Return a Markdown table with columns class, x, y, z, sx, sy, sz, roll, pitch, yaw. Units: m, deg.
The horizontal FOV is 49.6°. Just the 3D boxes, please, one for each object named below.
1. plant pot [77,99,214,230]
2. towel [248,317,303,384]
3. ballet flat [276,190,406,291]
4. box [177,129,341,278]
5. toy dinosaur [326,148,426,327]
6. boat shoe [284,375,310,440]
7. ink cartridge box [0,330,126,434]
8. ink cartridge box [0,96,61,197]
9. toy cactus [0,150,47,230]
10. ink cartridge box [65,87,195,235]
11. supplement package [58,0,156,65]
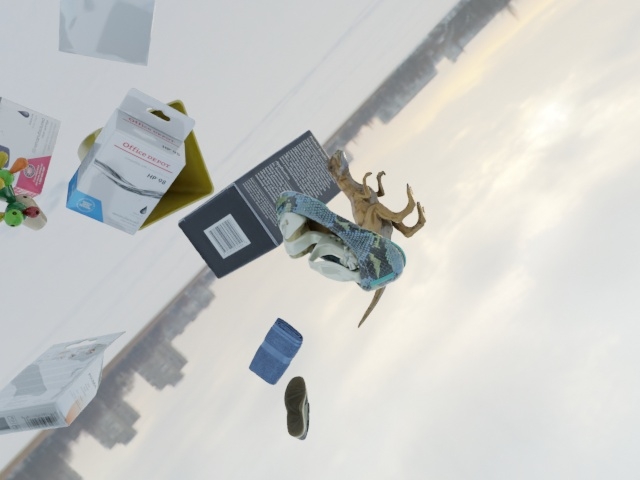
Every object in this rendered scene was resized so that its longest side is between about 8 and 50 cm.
| class | x | y | z | sx | sy | sz | roll | pitch | yaw |
| --- | --- | --- | --- | --- | --- | --- | --- | --- | --- |
| plant pot | -0.389 | -0.157 | 1.469 | 0.187 | 0.212 | 0.212 | 2 | -154 | 47 |
| towel | -0.080 | 0.204 | 1.264 | 0.119 | 0.067 | 0.029 | -59 | 167 | 23 |
| ballet flat | 0.000 | 0.000 | 0.706 | 0.188 | 0.070 | 0.070 | 25 | -115 | 43 |
| box | -0.161 | -0.109 | 2.022 | 0.293 | 0.212 | 0.395 | -28 | -170 | 42 |
| toy dinosaur | 0.071 | -0.013 | 0.841 | 0.112 | 0.211 | 0.064 | -21 | 170 | 17 |
| boat shoe | -0.052 | 0.389 | 1.602 | 0.056 | 0.049 | 0.152 | -10 | -131 | 15 |
| ink cartridge box | -0.366 | 0.197 | 0.967 | 0.145 | 0.045 | 0.179 | -13 | -163 | 21 |
| ink cartridge box | -0.683 | -0.205 | 1.422 | 0.100 | 0.237 | 0.172 | -8 | -113 | 48 |
| toy cactus | -0.531 | -0.085 | 1.186 | 0.112 | 0.219 | 0.180 | -48 | 149 | -13 |
| ink cartridge box | -0.255 | -0.103 | 0.934 | 0.180 | 0.104 | 0.060 | -48 | -146 | 26 |
| supplement package | -0.478 | -0.562 | 1.580 | 0.263 | 0.199 | 0.198 | -102 | -155 | -47 |
